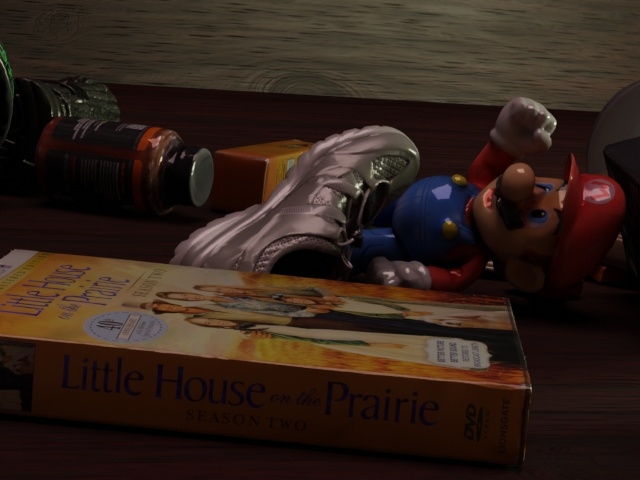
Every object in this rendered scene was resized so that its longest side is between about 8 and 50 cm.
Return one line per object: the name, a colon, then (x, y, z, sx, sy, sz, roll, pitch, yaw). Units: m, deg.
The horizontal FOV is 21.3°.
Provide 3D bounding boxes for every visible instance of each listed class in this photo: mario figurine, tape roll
mario figurine: (0.130, -0.038, 1.632, 0.320, 0.198, 0.170, -1, 3, 18)
tape roll: (0.427, -0.093, 2.030, 0.219, 0.219, 0.072, 6, 9, 6)

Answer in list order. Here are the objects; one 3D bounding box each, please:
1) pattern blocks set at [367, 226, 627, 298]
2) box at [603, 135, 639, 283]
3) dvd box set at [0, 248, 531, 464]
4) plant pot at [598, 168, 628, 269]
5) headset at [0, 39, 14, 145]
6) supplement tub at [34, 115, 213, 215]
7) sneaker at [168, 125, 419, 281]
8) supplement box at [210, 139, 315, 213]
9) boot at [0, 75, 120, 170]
pattern blocks set: (0.190, 0.010, 1.860, 0.285, 0.026, 0.325, 15, 12, 22)
box: (0.391, -0.016, 1.631, 0.165, 0.143, 0.270, -15, 16, 0)
dvd box set: (-0.061, 0.078, 1.277, 0.420, 0.062, 0.307, 6, 10, 3)
plant pot: (0.380, -0.028, 1.888, 0.237, 0.110, 0.237, 11, 11, -2)
headset: (-0.544, -0.144, 1.909, 0.394, 0.243, 0.185, -10, 30, 0)
supplement tub: (-0.229, -0.086, 2.001, 0.198, 0.106, 0.106, 9, 11, 19)
sneaker: (0.000, 0.000, 1.532, 0.115, 0.105, 0.281, 32, 56, 34)
supplement box: (-0.053, -0.082, 2.149, 0.078, 0.080, 0.233, 10, 13, 23)
boot: (-0.452, -0.150, 2.179, 0.348, 0.131, 0.260, 3, 7, 9)
